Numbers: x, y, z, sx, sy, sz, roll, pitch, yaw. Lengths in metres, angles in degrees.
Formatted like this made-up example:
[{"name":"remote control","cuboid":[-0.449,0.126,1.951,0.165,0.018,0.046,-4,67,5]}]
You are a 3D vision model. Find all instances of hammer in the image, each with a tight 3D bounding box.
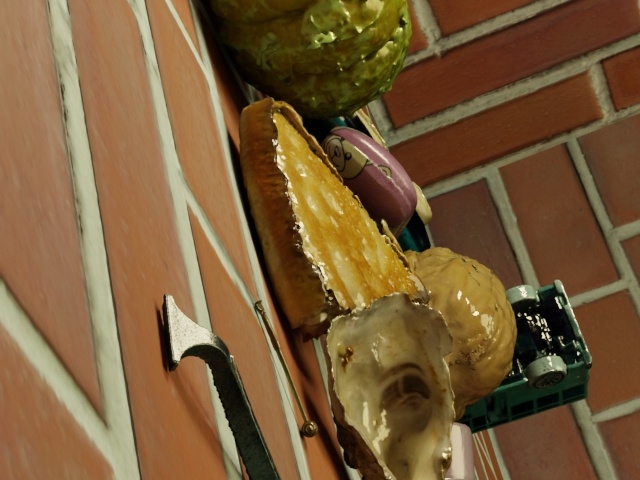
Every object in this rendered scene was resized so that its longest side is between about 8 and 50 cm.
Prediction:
[{"name":"hammer","cuboid":[-0.029,0.107,1.522,0.029,0.014,0.123,93,-24,-83]}]

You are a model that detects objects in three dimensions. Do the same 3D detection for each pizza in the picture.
[{"name":"pizza","cuboid":[-0.003,-0.021,1.784,0.288,0.074,0.251,6,59,-68]}]

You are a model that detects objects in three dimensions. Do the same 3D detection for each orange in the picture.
[{"name":"orange","cuboid":[-0.018,-0.270,1.972,0.300,0.223,0.301,67,10,-66]}]

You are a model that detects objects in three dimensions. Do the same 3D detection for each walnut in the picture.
[{"name":"walnut","cuboid":[0.121,0.106,2.015,0.245,0.198,0.198,-82,150,-74]}]

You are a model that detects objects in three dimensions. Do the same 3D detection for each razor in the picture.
[{"name":"razor","cuboid":[-0.052,0.118,1.177,0.066,0.033,0.190,-102,170,-53]}]

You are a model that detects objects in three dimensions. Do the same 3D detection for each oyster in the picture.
[{"name":"oyster","cuboid":[0.063,0.172,1.669,0.107,0.161,0.233,-15,-86,55]}]

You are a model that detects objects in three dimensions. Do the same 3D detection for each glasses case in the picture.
[{"name":"glasses case","cuboid":[0.038,-0.043,2.005,0.123,0.076,0.316,43,-14,5]}]

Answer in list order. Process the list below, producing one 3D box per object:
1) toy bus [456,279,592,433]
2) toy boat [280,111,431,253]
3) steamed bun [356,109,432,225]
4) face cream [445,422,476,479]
[{"name":"toy bus","cuboid":[0.187,0.158,2.184,0.147,0.256,0.128,74,-2,-60]},{"name":"toy boat","cuboid":[0.016,-0.068,2.185,0.134,0.092,0.299,20,-29,51]},{"name":"steamed bun","cuboid":[0.053,-0.074,2.433,0.212,0.110,0.231,48,17,-21]},{"name":"face cream","cuboid":[0.124,0.327,1.857,0.154,0.096,0.274,61,22,-72]}]
